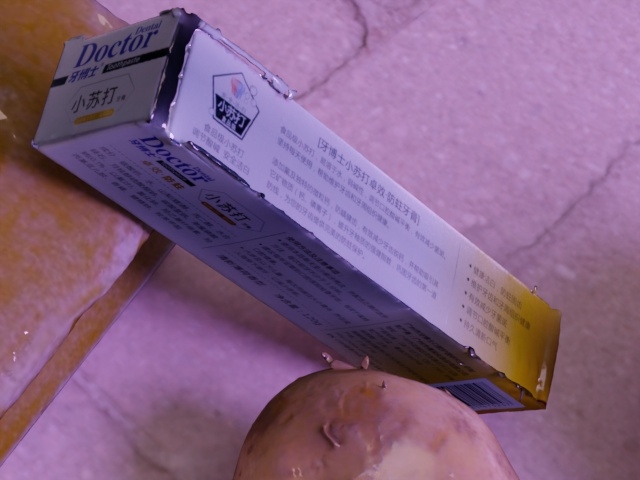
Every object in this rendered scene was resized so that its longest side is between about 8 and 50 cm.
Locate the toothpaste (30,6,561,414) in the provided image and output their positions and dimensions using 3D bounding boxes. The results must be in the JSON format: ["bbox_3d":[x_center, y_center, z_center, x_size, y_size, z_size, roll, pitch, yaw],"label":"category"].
[{"bbox_3d":[0.000,0.000,0.860,0.313,0.089,0.071,36,58,-39],"label":"toothpaste"}]

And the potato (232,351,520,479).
[{"bbox_3d":[0.046,0.173,0.847,0.161,0.128,0.235,-41,82,-17],"label":"potato"}]

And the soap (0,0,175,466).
[{"bbox_3d":[-0.248,-0.012,0.838,0.293,0.156,0.335,35,51,4],"label":"soap"}]
